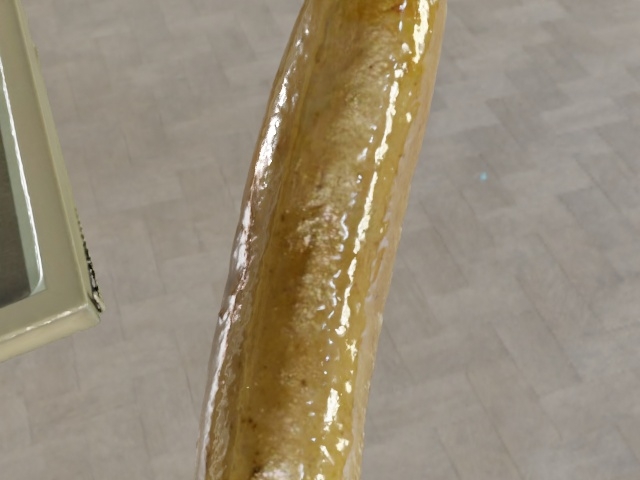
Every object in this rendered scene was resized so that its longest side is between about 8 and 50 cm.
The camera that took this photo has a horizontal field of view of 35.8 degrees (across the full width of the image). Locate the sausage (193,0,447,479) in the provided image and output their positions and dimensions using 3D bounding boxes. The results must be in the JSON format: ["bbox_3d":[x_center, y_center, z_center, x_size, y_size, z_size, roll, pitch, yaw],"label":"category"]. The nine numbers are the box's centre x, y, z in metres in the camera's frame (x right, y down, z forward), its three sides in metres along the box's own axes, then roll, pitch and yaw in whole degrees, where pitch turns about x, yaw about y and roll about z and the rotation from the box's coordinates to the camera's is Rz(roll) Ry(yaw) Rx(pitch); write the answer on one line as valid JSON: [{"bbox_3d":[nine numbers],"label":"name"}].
[{"bbox_3d":[-0.001,0.000,0.734,0.123,0.500,0.136,14,-5,-18],"label":"sausage"}]

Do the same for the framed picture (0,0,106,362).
[{"bbox_3d":[-0.215,0.009,0.362,0.260,0.023,0.189,-22,51,-3],"label":"framed picture"}]
